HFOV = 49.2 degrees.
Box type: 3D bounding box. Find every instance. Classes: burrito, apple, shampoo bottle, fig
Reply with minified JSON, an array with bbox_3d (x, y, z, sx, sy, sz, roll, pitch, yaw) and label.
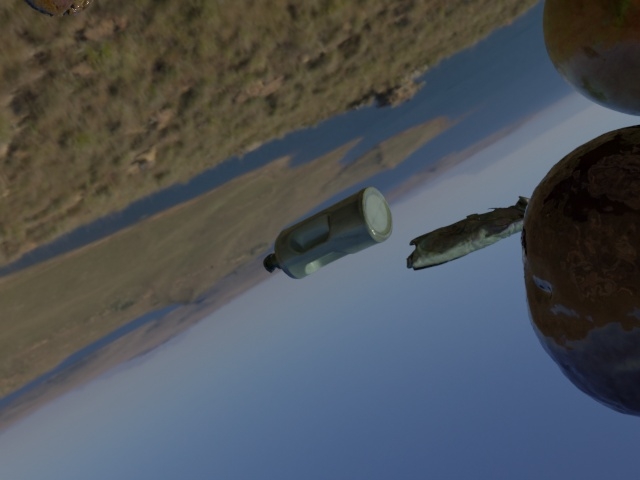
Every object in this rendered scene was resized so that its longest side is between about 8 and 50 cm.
[{"bbox_3d":[0.327,-0.012,1.522,0.309,0.066,0.096,-22,-149,0],"label":"burrito"},{"bbox_3d":[0.521,-0.359,1.101,0.339,0.340,0.339,-30,180,0],"label":"apple"},{"bbox_3d":[0.000,0.000,1.164,0.234,0.087,0.118,-26,-160,28],"label":"shampoo bottle"},{"bbox_3d":[0.217,0.006,0.346,0.145,0.170,0.274,-1,171,-18],"label":"fig"}]

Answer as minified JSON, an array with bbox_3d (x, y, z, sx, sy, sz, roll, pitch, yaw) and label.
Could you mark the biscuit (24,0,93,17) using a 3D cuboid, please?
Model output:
[{"bbox_3d":[-0.406,-0.455,1.071,0.042,0.226,0.226,10,-162,23],"label":"biscuit"}]
